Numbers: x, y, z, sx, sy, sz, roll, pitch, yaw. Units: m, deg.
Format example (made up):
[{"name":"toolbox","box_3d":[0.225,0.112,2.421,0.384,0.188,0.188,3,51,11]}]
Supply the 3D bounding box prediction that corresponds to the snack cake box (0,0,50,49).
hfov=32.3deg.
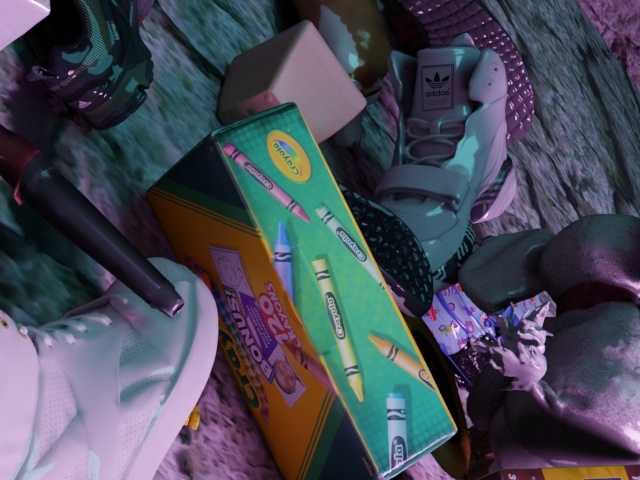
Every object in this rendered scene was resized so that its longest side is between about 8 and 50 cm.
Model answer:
[{"name":"snack cake box","box_3d":[-0.284,-0.272,0.782,0.152,0.089,0.264,27,44,-49]}]

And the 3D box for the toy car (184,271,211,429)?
[{"name":"toy car","box_3d":[-0.105,0.077,0.834,0.041,0.060,0.122,14,39,-18]}]

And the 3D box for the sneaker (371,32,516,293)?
[{"name":"sneaker","box_3d":[0.112,-0.090,1.192,0.366,0.137,0.210,-43,130,-54]}]

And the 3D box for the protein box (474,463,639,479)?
[{"name":"protein box","box_3d":[0.163,0.282,0.913,0.200,0.201,0.135,8,58,-38]}]

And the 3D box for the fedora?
[{"name":"fedora","box_3d":[0.081,0.152,1.072,0.194,0.079,0.194,59,18,-31]}]

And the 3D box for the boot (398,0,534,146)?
[{"name":"boot","box_3d":[0.194,-0.302,1.485,0.338,0.118,0.222,62,22,-14]}]

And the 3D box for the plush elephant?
[{"name":"plush elephant","box_3d":[0.269,0.093,1.052,0.330,0.272,0.255,54,50,-35]}]

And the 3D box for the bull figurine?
[{"name":"bull figurine","box_3d":[0.033,-0.252,1.339,0.188,0.101,0.310,19,53,-61]}]

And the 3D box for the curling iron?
[{"name":"curling iron","box_3d":[-0.195,-0.042,0.700,0.274,0.035,0.068,42,17,1]}]

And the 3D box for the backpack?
[{"name":"backpack","box_3d":[0.167,0.064,1.279,0.173,0.117,0.158,44,31,-29]}]

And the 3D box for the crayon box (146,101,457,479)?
[{"name":"crayon box","box_3d":[-0.022,0.050,0.868,0.081,0.165,0.278,-26,89,-28]}]

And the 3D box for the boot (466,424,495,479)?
[{"name":"boot","box_3d":[0.195,0.283,1.199,0.084,0.059,0.157,50,28,-36]}]

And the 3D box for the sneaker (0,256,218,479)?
[{"name":"sneaker","box_3d":[-0.164,0.066,0.672,0.169,0.108,0.292,54,28,-25]}]

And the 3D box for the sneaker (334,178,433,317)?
[{"name":"sneaker","box_3d":[0.000,0.000,1.023,0.235,0.097,0.084,37,40,-15]}]

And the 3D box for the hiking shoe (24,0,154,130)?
[{"name":"hiking shoe","box_3d":[-0.193,-0.206,0.890,0.114,0.086,0.226,33,40,-52]}]

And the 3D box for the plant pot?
[{"name":"plant pot","box_3d":[-0.038,-0.134,1.102,0.109,0.109,0.096,52,41,-22]}]

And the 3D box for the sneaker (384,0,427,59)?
[{"name":"sneaker","box_3d":[0.167,-0.316,1.646,0.135,0.098,0.276,34,40,-45]}]
